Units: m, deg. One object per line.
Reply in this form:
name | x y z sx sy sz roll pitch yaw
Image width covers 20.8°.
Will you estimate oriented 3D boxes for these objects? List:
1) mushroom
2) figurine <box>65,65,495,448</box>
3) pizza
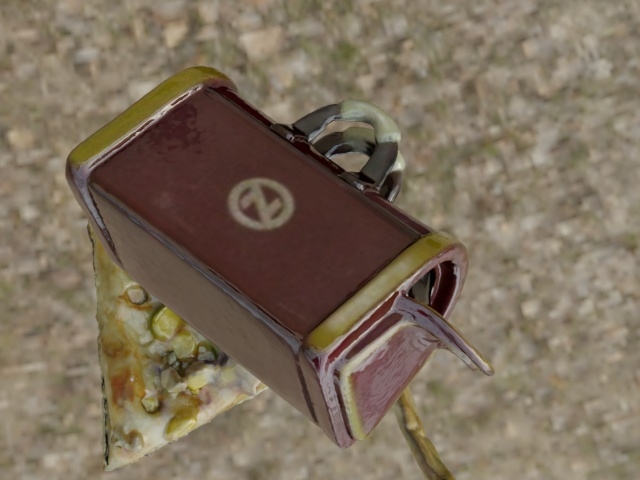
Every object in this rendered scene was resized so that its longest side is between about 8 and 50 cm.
mushroom | 0.027 0.054 0.854 0.026 0.286 0.028 -32 147 4
figurine | 0.001 0.000 0.594 0.098 0.154 0.082 -48 158 -19
pizza | -0.091 0.052 1.036 0.176 0.185 0.036 -50 176 -23
